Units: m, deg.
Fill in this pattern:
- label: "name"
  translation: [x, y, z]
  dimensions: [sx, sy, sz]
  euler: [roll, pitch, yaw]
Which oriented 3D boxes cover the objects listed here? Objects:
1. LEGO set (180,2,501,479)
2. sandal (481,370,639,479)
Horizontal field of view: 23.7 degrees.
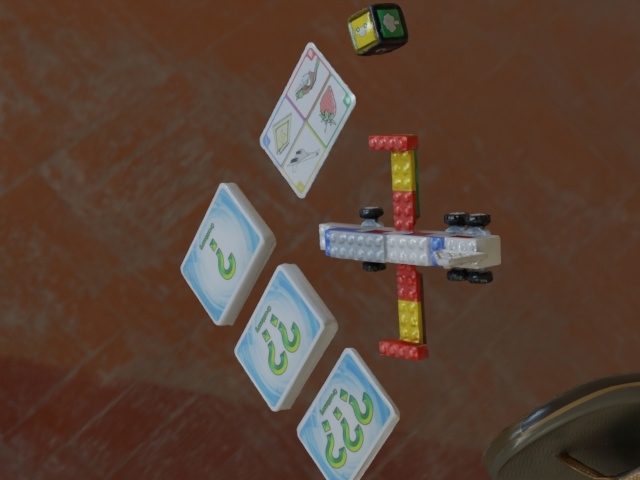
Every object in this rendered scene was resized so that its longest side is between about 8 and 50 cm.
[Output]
- label: "LEGO set"
  translation: [0.000, 0.000, 0.802]
  dimensions: [0.060, 0.244, 0.182]
  euler: [-9, 52, -40]
- label: "sandal"
  translation: [0.195, 0.123, 0.825]
  dimensions: [0.219, 0.090, 0.060]
  euler: [10, 44, -22]
